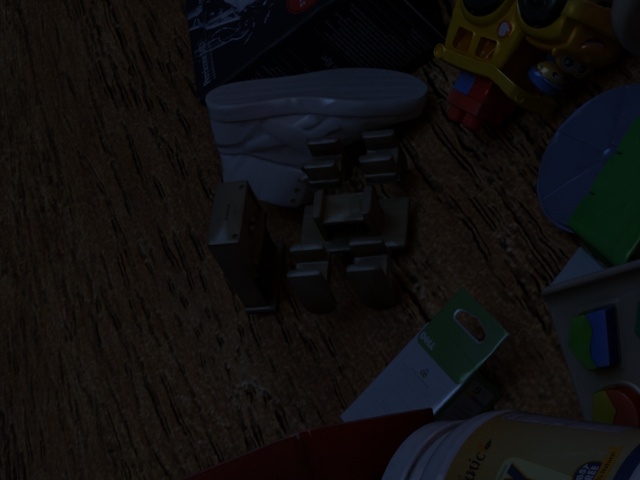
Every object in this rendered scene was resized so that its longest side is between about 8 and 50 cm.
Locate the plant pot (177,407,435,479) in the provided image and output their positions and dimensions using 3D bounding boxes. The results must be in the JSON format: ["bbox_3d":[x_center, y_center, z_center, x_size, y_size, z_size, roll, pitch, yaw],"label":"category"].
[{"bbox_3d":[-0.015,0.334,1.621,0.267,0.267,0.235,-25,76,30],"label":"plant pot"}]

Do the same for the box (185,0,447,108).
[{"bbox_3d":[-0.019,-0.343,2.235,0.312,0.179,0.343,-35,41,22],"label":"box"}]

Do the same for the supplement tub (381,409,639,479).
[{"bbox_3d":[0.226,0.277,1.460,0.316,0.228,0.228,1,62,46],"label":"supplement tub"}]

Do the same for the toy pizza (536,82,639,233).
[{"bbox_3d":[0.337,-0.090,1.796,0.201,0.032,0.201,-27,43,29],"label":"toy pizza"}]

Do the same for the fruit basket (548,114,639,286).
[{"bbox_3d":[0.442,-0.002,1.559,0.353,0.165,0.327,30,84,36],"label":"fruit basket"}]

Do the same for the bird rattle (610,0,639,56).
[{"bbox_3d":[0.404,-0.281,1.727,0.143,0.254,0.207,53,131,33],"label":"bird rattle"}]

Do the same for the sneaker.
[{"bbox_3d":[0.003,-0.133,2.110,0.293,0.169,0.108,-4,29,7],"label":"sneaker"}]

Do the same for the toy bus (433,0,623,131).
[{"bbox_3d":[0.245,-0.222,1.916,0.220,0.149,0.211,29,97,47],"label":"toy bus"}]

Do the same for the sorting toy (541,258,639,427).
[{"bbox_3d":[0.312,0.125,1.520,0.193,0.038,0.208,-21,90,48],"label":"sorting toy"}]

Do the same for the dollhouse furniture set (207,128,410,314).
[{"bbox_3d":[0.000,0.000,2.018,0.242,0.161,0.212,-5,55,17],"label":"dollhouse furniture set"}]

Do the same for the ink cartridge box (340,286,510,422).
[{"bbox_3d":[0.130,0.166,1.777,0.209,0.062,0.109,-48,39,5],"label":"ink cartridge box"}]
